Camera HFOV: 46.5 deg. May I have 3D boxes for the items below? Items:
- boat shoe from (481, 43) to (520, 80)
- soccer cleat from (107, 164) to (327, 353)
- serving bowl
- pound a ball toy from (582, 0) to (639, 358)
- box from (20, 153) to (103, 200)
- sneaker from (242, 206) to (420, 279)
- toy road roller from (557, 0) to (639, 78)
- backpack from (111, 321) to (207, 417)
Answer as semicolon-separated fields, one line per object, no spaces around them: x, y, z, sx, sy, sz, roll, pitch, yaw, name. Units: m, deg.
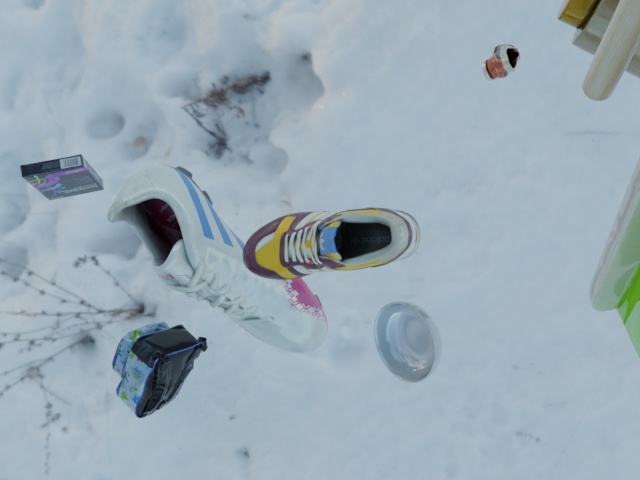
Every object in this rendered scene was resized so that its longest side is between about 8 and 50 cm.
0.295;-0.288;1.183;0.043;0.137;0.049;-21;102;35;boat shoe
-0.135;0.046;0.955;0.331;0.143;0.116;44;120;-4;soccer cleat
0.092;0.099;0.747;0.083;0.027;0.083;16;112;46;serving bowl
0.214;-0.037;0.330;0.135;0.319;0.208;-13;58;1;pound a ball toy
-0.503;-0.122;1.461;0.116;0.162;0.029;-11;79;-4;box
0.000;0.000;0.721;0.185;0.084;0.070;-11;86;18;sneaker
0.473;-0.368;0.968;0.202;0.240;0.329;27;118;3;toy road roller
-0.224;0.170;0.998;0.084;0.105;0.114;35;116;23;backpack
